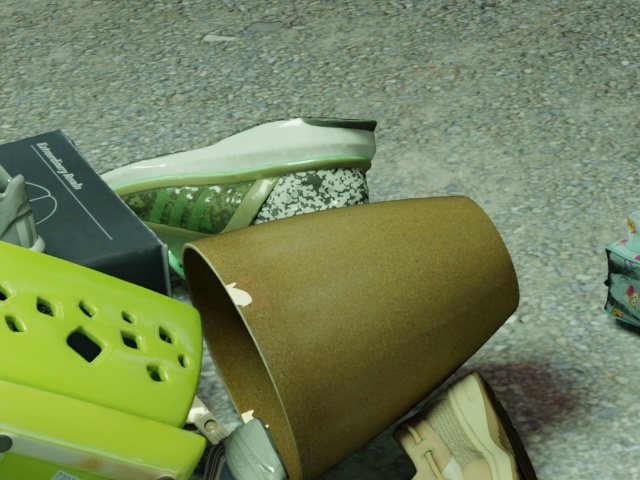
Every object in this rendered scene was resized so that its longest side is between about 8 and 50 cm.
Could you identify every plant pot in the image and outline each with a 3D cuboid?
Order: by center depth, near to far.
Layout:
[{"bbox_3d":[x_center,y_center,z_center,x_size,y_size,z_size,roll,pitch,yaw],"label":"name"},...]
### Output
[{"bbox_3d":[-0.228,0.163,1.435,0.228,0.227,0.207,19,28,-25],"label":"plant pot"},{"bbox_3d":[0.040,0.061,1.581,0.254,0.237,0.237,-24,32,-13],"label":"plant pot"}]

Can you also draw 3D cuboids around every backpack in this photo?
[{"bbox_3d":[0.389,0.036,1.736,0.166,0.144,0.188,-12,31,-26],"label":"backpack"}]

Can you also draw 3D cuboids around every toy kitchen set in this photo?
[{"bbox_3d":[-0.130,0.183,1.606,0.083,0.068,0.075,-42,77,-10],"label":"toy kitchen set"}]

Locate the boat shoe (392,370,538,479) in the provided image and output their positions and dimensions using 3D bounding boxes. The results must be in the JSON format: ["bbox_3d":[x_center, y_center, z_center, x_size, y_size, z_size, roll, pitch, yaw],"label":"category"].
[{"bbox_3d":[0.128,0.228,1.448,0.110,0.121,0.341,-29,19,6],"label":"boat shoe"}]

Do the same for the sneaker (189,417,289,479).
[{"bbox_3d":[-0.059,0.260,1.441,0.122,0.110,0.283,-24,26,-6],"label":"sneaker"}]

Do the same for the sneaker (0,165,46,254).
[{"bbox_3d":[-0.352,-0.035,1.528,0.229,0.132,0.086,0,29,7],"label":"sneaker"}]

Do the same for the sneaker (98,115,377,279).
[{"bbox_3d":[-0.118,-0.001,1.862,0.410,0.182,0.158,-17,-13,26],"label":"sneaker"}]

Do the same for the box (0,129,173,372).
[{"bbox_3d":[-0.367,0.082,1.674,0.396,0.212,0.293,-16,30,-20],"label":"box"}]
